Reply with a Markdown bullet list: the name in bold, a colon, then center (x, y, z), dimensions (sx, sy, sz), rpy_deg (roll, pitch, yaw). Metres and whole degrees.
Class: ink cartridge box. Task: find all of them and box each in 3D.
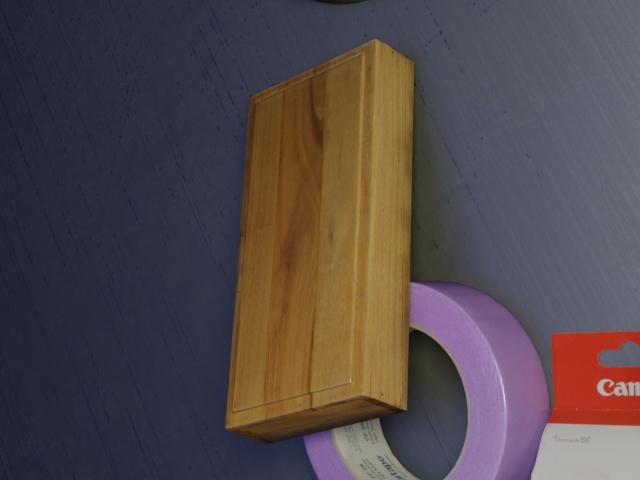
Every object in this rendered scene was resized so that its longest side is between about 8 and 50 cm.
- **ink cartridge box**: center (0.298, 0.208, 1.392), dimensions (0.189, 0.066, 0.232), rpy_deg (-5, 90, 40)

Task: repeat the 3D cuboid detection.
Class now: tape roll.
- **tape roll**: center (0.108, 0.181, 1.528), dimensions (0.275, 0.090, 0.275), rpy_deg (-2, 87, 39)

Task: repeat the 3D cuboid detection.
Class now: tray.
- **tray**: center (0.000, 0.000, 1.546), dimensions (0.203, 0.076, 0.411), rpy_deg (-19, 57, 39)

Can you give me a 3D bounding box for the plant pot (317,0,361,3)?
- **plant pot**: center (-0.048, -0.440, 1.553), dimensions (0.323, 0.280, 0.323), rpy_deg (-2, 87, 41)
